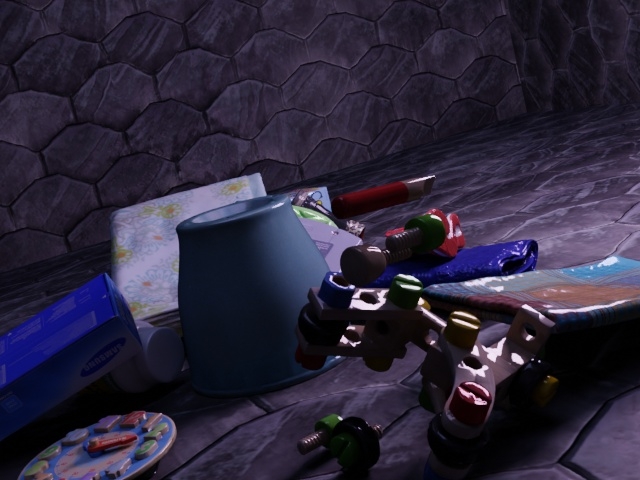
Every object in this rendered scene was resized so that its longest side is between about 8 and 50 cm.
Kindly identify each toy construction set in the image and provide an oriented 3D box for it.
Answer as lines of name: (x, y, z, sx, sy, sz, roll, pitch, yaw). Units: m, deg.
toy construction set: (0.126, 0.083, 0.920, 0.237, 0.308, 0.257, -17, 18, -40)

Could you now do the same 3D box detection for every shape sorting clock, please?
shape sorting clock: (-0.284, 0.271, 1.093, 0.206, 0.040, 0.206, -14, 10, 3)

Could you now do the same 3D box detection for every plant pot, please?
plant pot: (-0.103, 0.070, 1.342, 0.272, 0.255, 0.271, -14, 10, 3)

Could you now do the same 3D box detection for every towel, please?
towel: (-0.235, 0.027, 1.623, 0.321, 0.090, 0.374, -12, 41, -4)
towel: (0.358, 0.063, 1.139, 0.370, 0.040, 0.271, -6, 6, -28)
towel: (0.202, 0.068, 1.467, 0.308, 0.076, 0.228, -9, 5, 31)

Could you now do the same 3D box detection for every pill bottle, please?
pill bottle: (-0.326, 0.190, 1.395, 0.208, 0.117, 0.117, -8, 13, 33)

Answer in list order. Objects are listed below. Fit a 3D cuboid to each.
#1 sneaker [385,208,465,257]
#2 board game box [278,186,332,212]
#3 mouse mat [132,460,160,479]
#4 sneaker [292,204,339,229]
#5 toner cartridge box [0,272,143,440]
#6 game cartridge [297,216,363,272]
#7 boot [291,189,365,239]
sneaker: (0.164, 0.005, 1.466, 0.128, 0.087, 0.221, -19, -10, 21)
board game box: (-0.115, -0.029, 2.172, 0.275, 0.144, 0.142, -20, 12, -31)
mouse mat: (-0.279, 0.287, 1.131, 0.153, 0.007, 0.189, -15, 11, -2)
sneaker: (-0.180, 0.015, 1.937, 0.483, 0.185, 0.202, -8, 10, 14)
toner cartridge box: (-0.443, 0.197, 1.288, 0.348, 0.075, 0.165, -32, 29, -5)
game cartridge: (-0.075, 0.027, 1.705, 0.294, 0.060, 0.196, 12, 46, 23)
boot: (-0.001, 0.001, 1.998, 0.179, 0.236, 0.085, 26, 54, 8)
